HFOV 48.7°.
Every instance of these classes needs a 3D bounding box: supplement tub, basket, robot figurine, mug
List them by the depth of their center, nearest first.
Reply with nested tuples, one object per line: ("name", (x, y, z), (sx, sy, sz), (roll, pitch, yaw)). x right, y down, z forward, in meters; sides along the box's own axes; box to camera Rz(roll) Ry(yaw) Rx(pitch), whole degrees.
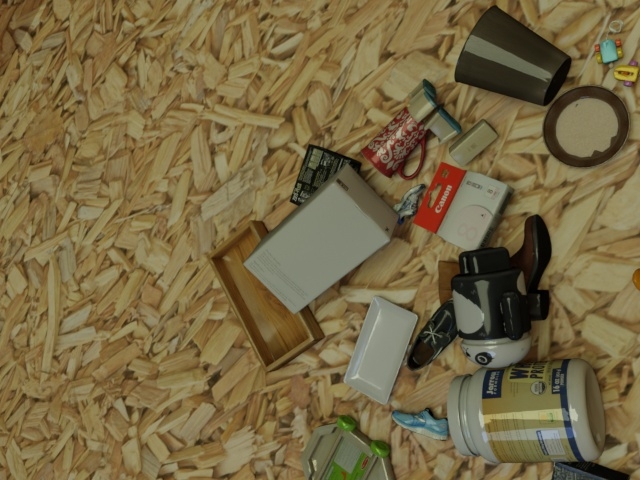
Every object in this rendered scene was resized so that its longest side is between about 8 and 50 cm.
("supplement tub", (0.478, 0.400, 1.651), (0.316, 0.228, 0.229), (-12, 83, 29))
("robot figurine", (0.396, 0.158, 1.653), (0.173, 0.209, 0.278), (-8, 91, 26))
("basket", (0.473, -0.430, 1.718), (0.226, 0.154, 0.204), (34, 102, 23))
("mug", (0.217, -0.258, 1.906), (0.169, 0.150, 0.113), (-48, 31, 16))

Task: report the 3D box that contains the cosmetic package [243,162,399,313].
("cosmetic package", (0.000, 0.000, 1.921), (0.385, 0.156, 0.217), (-38, 101, 28))

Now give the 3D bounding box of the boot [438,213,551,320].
("boot", (0.433, 0.066, 1.786), (0.280, 0.096, 0.264), (2, 98, 38))

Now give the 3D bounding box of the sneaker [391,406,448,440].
("sneaker", (0.268, 0.477, 1.882), (0.162, 0.063, 0.073), (13, 78, 26))

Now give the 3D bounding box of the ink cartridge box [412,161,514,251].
("ink cartridge box", (0.349, -0.089, 1.801), (0.232, 0.066, 0.189), (28, 96, 35))

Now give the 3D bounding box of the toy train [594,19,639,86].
("toy train", (0.718, -0.426, 1.631), (0.166, 0.046, 0.125), (45, 109, 20))

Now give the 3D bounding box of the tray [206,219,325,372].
("tray", (-0.169, 0.166, 2.129), (0.202, 0.076, 0.411), (-37, 72, 24))

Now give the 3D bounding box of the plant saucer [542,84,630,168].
("plant saucer", (0.632, -0.268, 1.683), (0.198, 0.036, 0.199), (-1, 89, 31))

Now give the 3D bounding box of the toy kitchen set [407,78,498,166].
("toy kitchen set", (0.341, -0.328, 1.843), (0.207, 0.166, 0.122), (42, 115, -15))

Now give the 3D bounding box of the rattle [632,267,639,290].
("rattle", (0.797, 0.078, 1.525), (0.199, 0.142, 0.130), (12, 77, 36))

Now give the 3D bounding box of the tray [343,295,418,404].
("tray", (0.168, 0.301, 1.951), (0.145, 0.030, 0.271), (25, 102, 29))

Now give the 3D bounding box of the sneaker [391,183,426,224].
("sneaker", (0.244, -0.097, 1.908), (0.058, 0.052, 0.135), (48, 119, 12))

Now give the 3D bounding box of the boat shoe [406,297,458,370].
("boat shoe", (0.297, 0.247, 1.822), (0.084, 0.079, 0.233), (42, 121, 19))

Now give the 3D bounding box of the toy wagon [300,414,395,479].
("toy wagon", (0.100, 0.665, 1.964), (0.344, 0.068, 0.267), (32, 105, 26))

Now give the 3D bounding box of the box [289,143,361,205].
("box", (0.013, -0.165, 2.022), (0.147, 0.077, 0.180), (24, 101, 28))

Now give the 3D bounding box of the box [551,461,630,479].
("box", (0.616, 0.602, 1.643), (0.158, 0.093, 0.156), (13, 96, 31))
